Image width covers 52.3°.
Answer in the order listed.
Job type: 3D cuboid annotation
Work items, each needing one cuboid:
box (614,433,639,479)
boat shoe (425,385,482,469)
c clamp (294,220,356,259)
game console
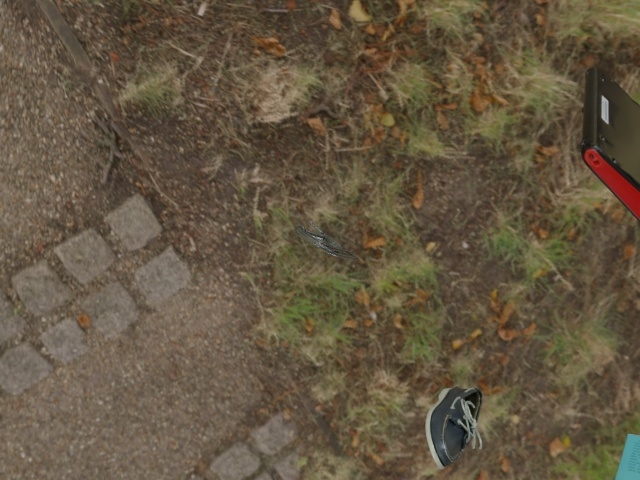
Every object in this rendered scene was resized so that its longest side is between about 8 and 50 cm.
[{"bbox_3d":[0.378,0.368,0.781,0.244,0.060,0.101,-56,128,-30],"label":"box"},{"bbox_3d":[0.261,0.347,1.236,0.079,0.254,0.095,-18,90,22],"label":"boat shoe"},{"bbox_3d":[0.000,0.000,1.208,0.022,0.137,0.160,-57,161,8],"label":"c clamp"},{"bbox_3d":[0.613,-0.139,1.233,0.342,0.387,0.060,39,130,-8],"label":"game console"}]
